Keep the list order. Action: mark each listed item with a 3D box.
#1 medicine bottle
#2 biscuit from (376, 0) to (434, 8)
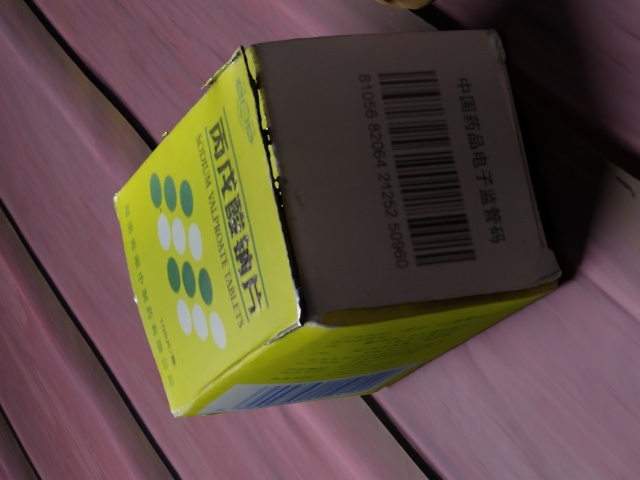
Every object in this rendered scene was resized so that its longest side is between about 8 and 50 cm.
[{"bbox_3d":[0.000,0.000,0.966,0.250,0.141,0.137,141,121,-64],"label":"medicine bottle"},{"bbox_3d":[0.014,-0.192,1.001,0.247,0.029,0.118,-146,58,-61],"label":"biscuit"}]
